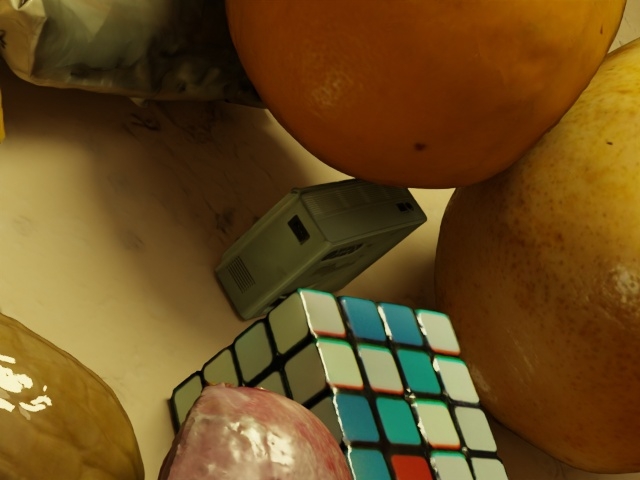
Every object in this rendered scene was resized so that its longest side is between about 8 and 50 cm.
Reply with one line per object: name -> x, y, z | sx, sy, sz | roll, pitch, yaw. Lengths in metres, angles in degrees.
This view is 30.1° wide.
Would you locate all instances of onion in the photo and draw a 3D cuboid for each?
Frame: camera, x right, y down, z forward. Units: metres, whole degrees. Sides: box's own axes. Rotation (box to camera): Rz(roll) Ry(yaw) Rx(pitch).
onion -> -0.053, 0.217, 0.604 | 0.120, 0.227, 0.284 | 19, 79, 4

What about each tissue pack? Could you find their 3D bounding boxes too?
tissue pack -> -0.164, -0.290, 0.970 | 0.390, 0.195, 0.376 | 1, 65, -61

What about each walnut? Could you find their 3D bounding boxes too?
walnut -> -0.182, 0.113, 0.589 | 0.207, 0.167, 0.167 | 40, 33, -32

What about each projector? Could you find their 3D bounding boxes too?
projector -> 0.000, 0.000, 0.964 | 0.147, 0.115, 0.061 | -13, 66, -54

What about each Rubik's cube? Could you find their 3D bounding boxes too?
Rubik's cube -> 0.011, 0.141, 0.803 | 0.151, 0.154, 0.155 | 14, 47, -41

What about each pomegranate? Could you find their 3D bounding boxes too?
pomegranate -> 0.291, -0.003, 1.064 | 0.416, 0.416, 0.417 | 31, 38, -28

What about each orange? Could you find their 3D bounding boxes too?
orange -> 0.077, -0.191, 0.901 | 0.312, 0.312, 0.312 | 31, 38, -28

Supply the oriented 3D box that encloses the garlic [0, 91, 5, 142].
garlic -> -0.289, -0.161, 0.793 | 0.164, 0.145, 0.245 | 56, 9, -64
